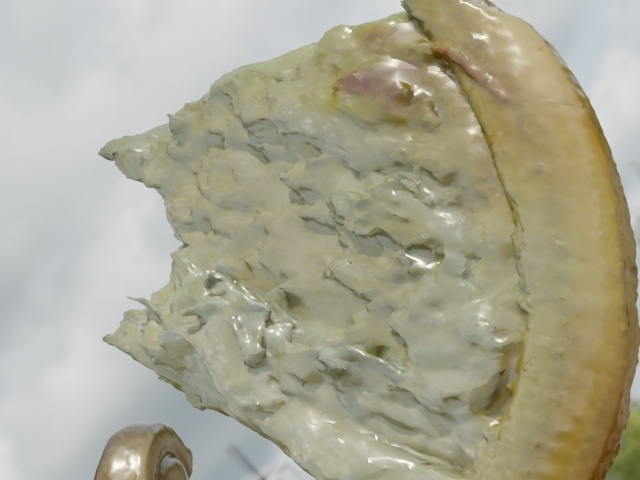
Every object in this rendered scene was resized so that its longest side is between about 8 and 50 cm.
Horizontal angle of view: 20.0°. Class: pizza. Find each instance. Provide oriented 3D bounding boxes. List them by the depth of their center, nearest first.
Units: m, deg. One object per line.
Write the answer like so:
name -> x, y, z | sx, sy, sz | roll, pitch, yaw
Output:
pizza -> 0.000, 0.000, 0.609 | 0.034, 0.262, 0.181 | 6, -83, -45

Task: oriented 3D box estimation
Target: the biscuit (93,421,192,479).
biscuit -> -0.093, 0.204, 1.004 | 0.320, 0.047, 0.183 | 76, -158, -66
